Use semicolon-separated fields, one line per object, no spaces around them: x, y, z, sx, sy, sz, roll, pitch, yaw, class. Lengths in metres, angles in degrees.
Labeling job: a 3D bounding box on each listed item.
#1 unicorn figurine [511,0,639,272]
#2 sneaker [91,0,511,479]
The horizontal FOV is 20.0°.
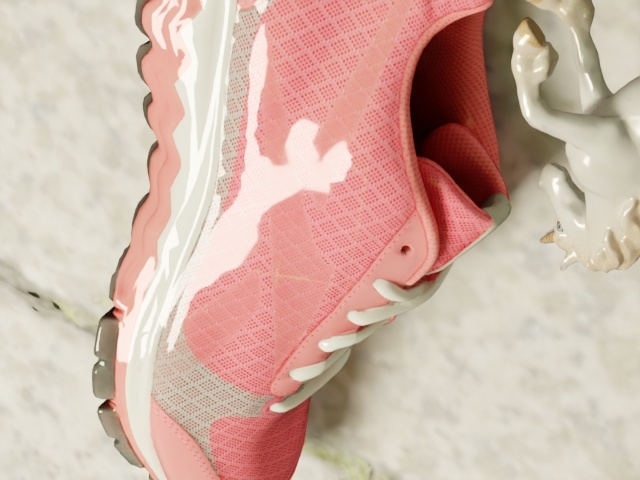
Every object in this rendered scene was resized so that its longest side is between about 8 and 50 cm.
0.114;-0.047;0.629;0.162;0.060;0.111;-19;117;32;unicorn figurine
0.000;0.000;0.696;0.136;0.116;0.314;20;126;19;sneaker
